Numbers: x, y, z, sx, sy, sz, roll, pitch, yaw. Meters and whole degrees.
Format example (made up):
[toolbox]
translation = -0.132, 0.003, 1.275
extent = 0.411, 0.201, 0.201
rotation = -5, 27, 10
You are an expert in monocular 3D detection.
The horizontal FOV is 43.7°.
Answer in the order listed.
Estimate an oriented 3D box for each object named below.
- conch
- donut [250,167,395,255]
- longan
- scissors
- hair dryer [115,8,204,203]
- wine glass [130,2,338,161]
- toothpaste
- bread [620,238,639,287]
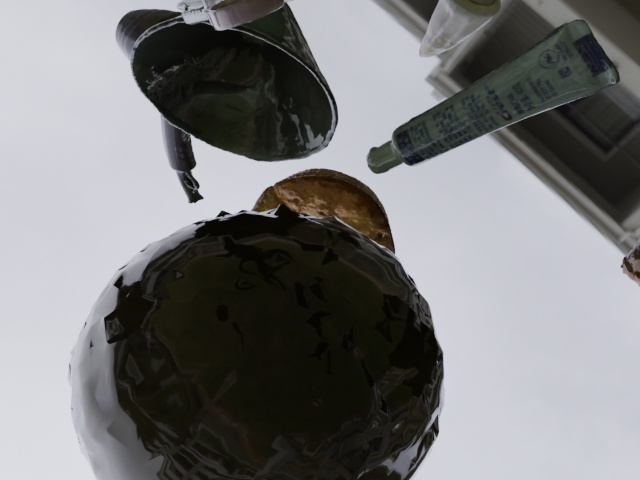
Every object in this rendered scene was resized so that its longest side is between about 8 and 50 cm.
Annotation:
[conch]
translation = 0.227, -0.357, 1.287
extent = 0.094, 0.176, 0.104
rotation = 14, -129, -7
[donut]
translation = 0.000, 0.000, 1.450
extent = 0.303, 0.303, 0.110
rotation = 34, -150, -7
[longan]
translation = -0.062, 0.144, 0.840
extent = 0.391, 0.391, 0.391
rotation = 21, -137, -21
[scissors]
translation = -0.081, -0.225, 0.752
extent = 0.118, 0.242, 0.030
rotation = -30, -67, -21
[hair dryer]
translation = -0.207, -0.203, 1.372
extent = 0.301, 0.361, 0.121
rotation = 28, -133, 22
[wine glass]
translation = -0.063, -0.339, 1.077
extent = 0.267, 0.267, 0.405
rotation = 25, -121, -17
[toothpaste]
translation = 0.126, -0.103, 0.641
extent = 0.062, 0.216, 0.037
rotation = 46, -140, -24
[bread]
translation = 0.571, -0.005, 0.964
extent = 0.279, 0.279, 0.207
rotation = 38, -143, 13
